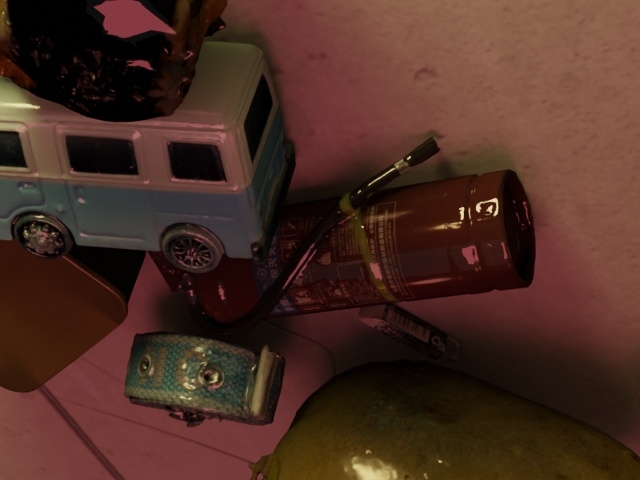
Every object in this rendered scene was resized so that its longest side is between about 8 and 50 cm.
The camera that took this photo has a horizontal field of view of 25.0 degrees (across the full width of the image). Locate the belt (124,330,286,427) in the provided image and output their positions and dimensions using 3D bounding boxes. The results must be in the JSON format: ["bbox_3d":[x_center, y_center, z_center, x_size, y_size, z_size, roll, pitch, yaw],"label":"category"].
[{"bbox_3d":[-0.106,0.130,1.316,0.147,0.082,0.163,9,169,6],"label":"belt"}]

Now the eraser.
[{"bbox_3d":[0.080,0.082,1.305,0.099,0.027,0.019,29,135,-13],"label":"eraser"}]

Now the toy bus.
[{"bbox_3d":[-0.169,-0.081,1.146,0.271,0.133,0.165,4,135,12],"label":"toy bus"}]

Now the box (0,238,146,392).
[{"bbox_3d":[-0.263,0.037,1.312,0.144,0.090,0.201,37,130,-19],"label":"box"}]

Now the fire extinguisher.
[{"bbox_3d":[0.000,0.000,1.208,0.341,0.105,0.141,-8,92,22],"label":"fire extinguisher"}]

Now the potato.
[{"bbox_3d":[0.121,0.236,1.251,0.359,0.270,0.219,12,120,22],"label":"potato"}]

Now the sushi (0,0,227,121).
[{"bbox_3d":[-0.164,-0.195,0.997,0.204,0.200,0.213,17,154,0],"label":"sushi"}]
